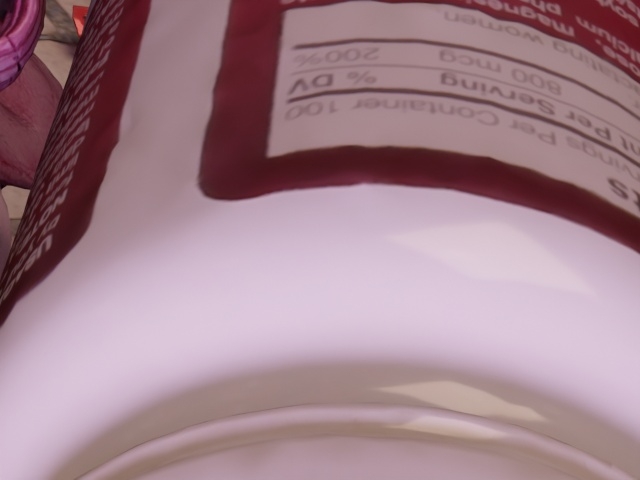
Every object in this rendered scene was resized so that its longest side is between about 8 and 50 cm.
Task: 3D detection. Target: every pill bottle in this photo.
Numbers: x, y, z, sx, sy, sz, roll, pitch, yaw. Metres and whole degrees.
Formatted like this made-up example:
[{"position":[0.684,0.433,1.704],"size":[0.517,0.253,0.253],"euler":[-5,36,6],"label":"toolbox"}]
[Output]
[{"position":[0.019,0.033,0.542],"size":[0.224,0.224,0.392],"euler":[22,34,-11],"label":"pill bottle"}]

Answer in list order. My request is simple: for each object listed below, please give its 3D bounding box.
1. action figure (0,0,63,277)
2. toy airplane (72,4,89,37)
[{"position":[-0.181,-0.057,0.746],"size":[0.276,0.370,0.248],"euler":[46,69,-7],"label":"action figure"},{"position":[-0.080,-0.102,1.164],"size":[0.151,0.028,0.151],"euler":[19,34,-13],"label":"toy airplane"}]
